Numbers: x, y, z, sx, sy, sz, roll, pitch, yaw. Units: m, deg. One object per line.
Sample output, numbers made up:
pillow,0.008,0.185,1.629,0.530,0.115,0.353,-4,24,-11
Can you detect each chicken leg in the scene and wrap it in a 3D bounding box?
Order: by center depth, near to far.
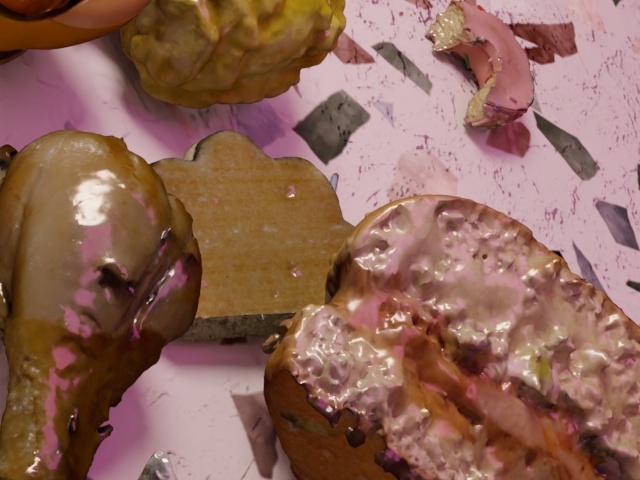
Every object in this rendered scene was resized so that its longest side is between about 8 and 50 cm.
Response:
chicken leg,-0.207,0.092,1.382,0.201,0.153,0.429,22,55,-18

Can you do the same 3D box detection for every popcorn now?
popcorn,-0.100,-0.246,1.679,0.266,0.192,0.233,6,57,-13

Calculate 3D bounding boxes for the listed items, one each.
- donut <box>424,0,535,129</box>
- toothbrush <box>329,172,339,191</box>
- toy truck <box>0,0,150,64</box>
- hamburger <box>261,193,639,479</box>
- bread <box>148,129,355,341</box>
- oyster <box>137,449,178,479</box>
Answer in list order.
donut,0.195,-0.198,2.045,0.117,0.065,0.166,9,57,-40
toothbrush,0.000,0.000,1.743,0.019,0.013,0.193,29,45,-16
toy truck,-0.276,-0.277,1.511,0.288,0.211,0.204,51,39,2
hamburger,0.119,0.151,1.544,0.445,0.287,0.268,38,65,-23
bread,-0.069,-0.006,1.636,0.286,0.056,0.207,4,59,-40
oyster,-0.076,0.307,1.407,0.199,0.087,0.252,14,65,-39
